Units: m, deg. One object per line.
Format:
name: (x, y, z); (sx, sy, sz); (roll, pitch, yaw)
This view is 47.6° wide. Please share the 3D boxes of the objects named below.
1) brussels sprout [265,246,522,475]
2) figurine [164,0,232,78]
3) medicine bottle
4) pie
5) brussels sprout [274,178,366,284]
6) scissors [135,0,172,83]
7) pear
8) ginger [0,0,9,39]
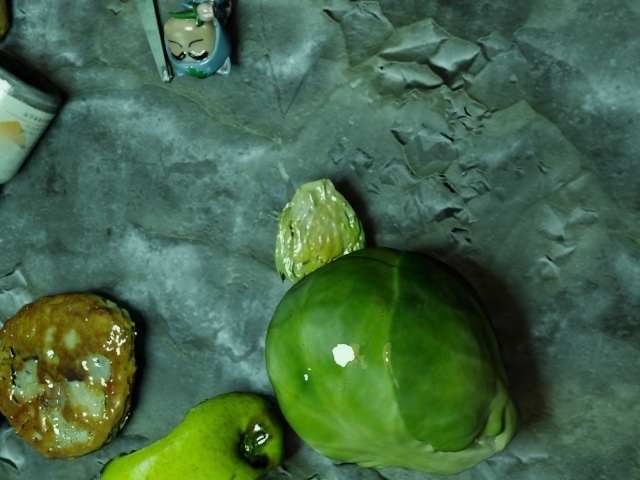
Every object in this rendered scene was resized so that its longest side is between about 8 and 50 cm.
brussels sprout: (0.106, 0.168, 0.999); (0.355, 0.289, 0.281); (43, 113, -4)
figurine: (-0.189, -0.346, 1.124); (0.114, 0.144, 0.178); (8, 81, 8)
medicine bottle: (-0.564, -0.168, 1.192); (0.165, 0.165, 0.273); (37, 99, 9)
pie: (-0.423, 0.226, 1.211); (0.308, 0.085, 0.308); (1, 93, 17)
brussels sprout: (0.000, -0.001, 1.112); (0.139, 0.100, 0.180); (-2, 90, 2)
scissors: (-0.299, -0.431, 1.199); (0.191, 0.029, 0.360); (-16, 90, 16)
pear: (-0.182, 0.332, 1.085); (0.255, 0.238, 0.164); (-38, 78, 12)
ginger: (-0.604, -0.493, 1.196); (0.165, 0.172, 0.321); (10, 98, 51)
